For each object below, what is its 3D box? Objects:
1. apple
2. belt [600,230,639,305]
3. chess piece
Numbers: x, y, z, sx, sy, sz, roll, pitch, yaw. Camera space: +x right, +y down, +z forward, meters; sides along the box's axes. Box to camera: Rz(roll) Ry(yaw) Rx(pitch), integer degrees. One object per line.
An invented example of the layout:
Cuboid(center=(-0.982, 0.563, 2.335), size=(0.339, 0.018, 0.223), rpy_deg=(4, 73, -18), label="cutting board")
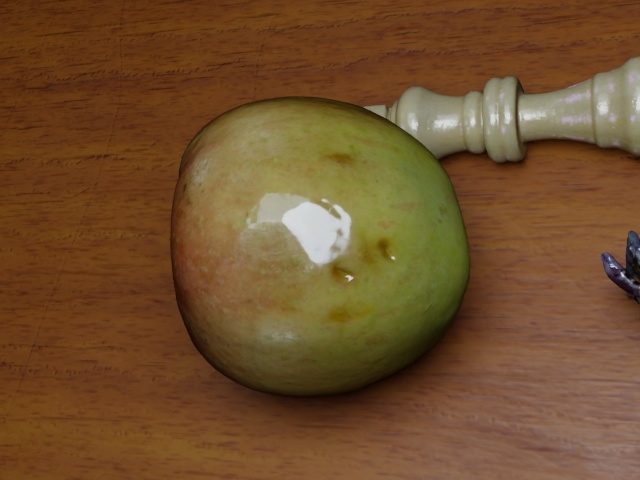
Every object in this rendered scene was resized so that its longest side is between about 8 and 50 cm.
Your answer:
Cuboid(center=(0.000, 0.000, 1.126), size=(0.304, 0.338, 0.339), rpy_deg=(-5, 64, 1), label="apple")
Cuboid(center=(0.453, 0.036, 1.033), size=(0.295, 0.160, 0.207), rpy_deg=(31, 79, 28), label="belt")
Cuboid(center=(0.215, -0.145, 1.236), size=(0.396, 0.117, 0.117), rpy_deg=(-3, 66, 20), label="chess piece")
